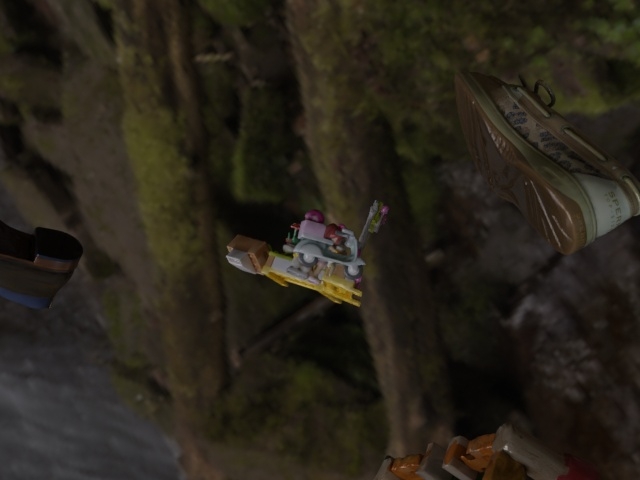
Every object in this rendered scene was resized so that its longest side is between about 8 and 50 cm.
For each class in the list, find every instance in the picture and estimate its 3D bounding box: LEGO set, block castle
[{"bbox_3d":[0.000,0.000,1.572,0.132,0.107,0.287,26,170,-18],"label":"LEGO set"},{"bbox_3d":[0.221,0.477,2.136,0.213,0.303,0.453,35,152,-14],"label":"block castle"}]

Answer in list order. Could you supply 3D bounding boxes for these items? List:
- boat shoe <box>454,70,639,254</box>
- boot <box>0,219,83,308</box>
[{"bbox_3d":[0.216,-0.088,1.372,0.285,0.089,0.104,-121,13,-48],"label":"boat shoe"},{"bbox_3d":[-0.424,0.027,1.773,0.082,0.219,0.106,-96,27,-52],"label":"boot"}]
